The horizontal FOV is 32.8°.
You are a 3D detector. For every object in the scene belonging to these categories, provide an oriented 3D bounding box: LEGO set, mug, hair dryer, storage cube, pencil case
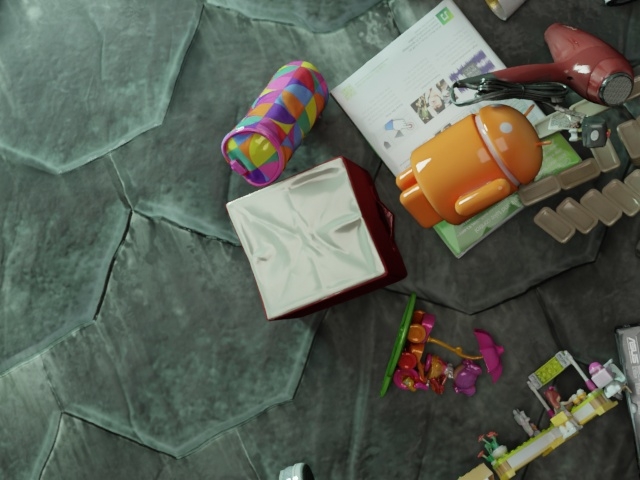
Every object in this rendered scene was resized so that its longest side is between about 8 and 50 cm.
[{"bbox_3d":[0.302,0.252,1.552,0.287,0.132,0.107,-39,72,14],"label":"LEGO set"},{"bbox_3d":[0.278,-0.377,1.614,0.064,0.062,0.078,-36,87,0],"label":"mug"},{"bbox_3d":[0.319,-0.238,1.495,0.224,0.293,0.080,21,125,13],"label":"hair dryer"},{"bbox_3d":[0.000,0.000,1.586,0.215,0.193,0.183,-21,83,11],"label":"storage cube"},{"bbox_3d":[-0.062,-0.173,1.585,0.104,0.236,0.104,10,124,15],"label":"pencil case"}]

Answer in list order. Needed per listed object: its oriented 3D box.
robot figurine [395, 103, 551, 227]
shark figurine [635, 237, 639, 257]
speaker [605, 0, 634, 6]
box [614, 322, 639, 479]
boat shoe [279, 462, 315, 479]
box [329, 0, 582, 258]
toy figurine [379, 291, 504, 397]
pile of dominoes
[{"bbox_3d":[0.212,-0.107,1.505,0.219,0.158,0.128,-31,87,19],"label":"robot figurine"},{"bbox_3d":[0.556,-0.073,1.493,0.278,0.166,0.116,-24,73,9],"label":"shark figurine"},{"bbox_3d":[0.429,-0.416,1.585,0.055,0.055,0.136,-11,85,11],"label":"speaker"},{"bbox_3d":[0.527,0.222,1.534,0.183,0.056,0.231,-10,85,10],"label":"box"},{"bbox_3d":[-0.054,0.491,1.616,0.103,0.118,0.320,2,95,8],"label":"boat shoe"},{"bbox_3d":[0.199,-0.167,1.623,0.232,0.058,0.322,-38,80,8],"label":"box"},{"bbox_3d":[0.185,0.178,1.591,0.159,0.130,0.173,18,113,3],"label":"toy figurine"},{"bbox_3d":[0.395,-0.106,1.521,0.251,0.040,0.196,-24,62,11],"label":"pile of dominoes"}]
